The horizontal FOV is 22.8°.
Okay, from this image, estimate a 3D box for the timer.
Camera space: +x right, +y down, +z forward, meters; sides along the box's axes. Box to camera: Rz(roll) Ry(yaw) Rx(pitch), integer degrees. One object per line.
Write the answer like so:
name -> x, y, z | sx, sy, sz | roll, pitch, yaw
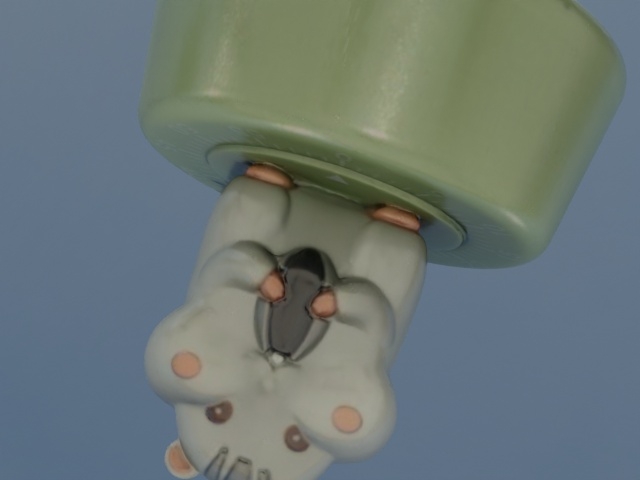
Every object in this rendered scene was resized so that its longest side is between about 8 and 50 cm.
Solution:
timer -> 0.000, 0.000, 0.938 | 0.291, 0.291, 0.315 | 21, -102, -12
